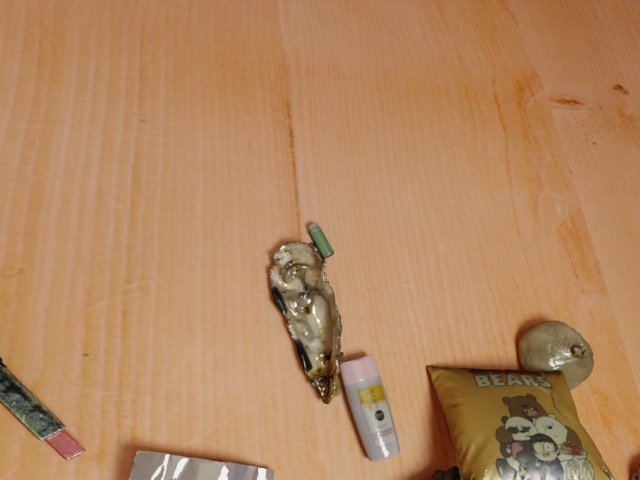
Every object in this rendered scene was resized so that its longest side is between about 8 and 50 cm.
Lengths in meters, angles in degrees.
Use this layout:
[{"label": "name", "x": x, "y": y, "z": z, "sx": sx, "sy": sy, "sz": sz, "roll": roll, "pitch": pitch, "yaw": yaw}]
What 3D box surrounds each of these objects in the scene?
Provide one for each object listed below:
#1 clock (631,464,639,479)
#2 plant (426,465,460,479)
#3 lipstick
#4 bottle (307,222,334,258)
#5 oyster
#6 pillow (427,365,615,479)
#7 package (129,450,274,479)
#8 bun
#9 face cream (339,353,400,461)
[{"label": "clock", "x": 0.776, "y": 0.611, "z": 1.039, "sx": 0.188, "sy": 0.189, "sz": 0.254, "roll": 28, "pitch": 47, "yaw": -7}, {"label": "plant", "x": 0.223, "y": 0.524, "z": 0.879, "sx": 0.194, "sy": 0.129, "sz": 0.132, "roll": -15, "pitch": 76, "yaw": -42}, {"label": "lipstick", "x": -0.515, "y": 0.254, "z": 0.778, "sx": 0.312, "sy": 0.051, "sz": 0.051, "roll": 45, "pitch": 60, "yaw": 0}, {"label": "bottle", "x": 0.000, "y": 0.000, "z": 1.072, "sx": 0.030, "sy": 0.030, "sz": 0.083, "roll": -23, "pitch": 77, "yaw": -26}, {"label": "oyster", "x": -0.023, "y": 0.164, "z": 0.981, "sx": 0.128, "sy": 0.078, "sz": 0.345, "roll": -15, "pitch": 76, "yaw": -2}, {"label": "pillow", "x": 0.395, "y": 0.377, "z": 0.935, "sx": 0.310, "sy": 0.119, "sz": 0.312, "roll": -1, "pitch": 35, "yaw": 0}, {"label": "package", "x": -0.212, "y": 0.473, "z": 0.781, "sx": 0.250, "sy": 0.062, "sz": 0.204, "roll": 20, "pitch": 63, "yaw": -21}, {"label": "bun", "x": 0.571, "y": 0.273, "z": 1.116, "sx": 0.173, "sy": 0.113, "sz": 0.167, "roll": -2, "pitch": 70, "yaw": -18}, {"label": "face cream", "x": 0.102, "y": 0.337, "z": 0.956, "sx": 0.084, "sy": 0.057, "sz": 0.198, "roll": -11, "pitch": 73, "yaw": -24}]
